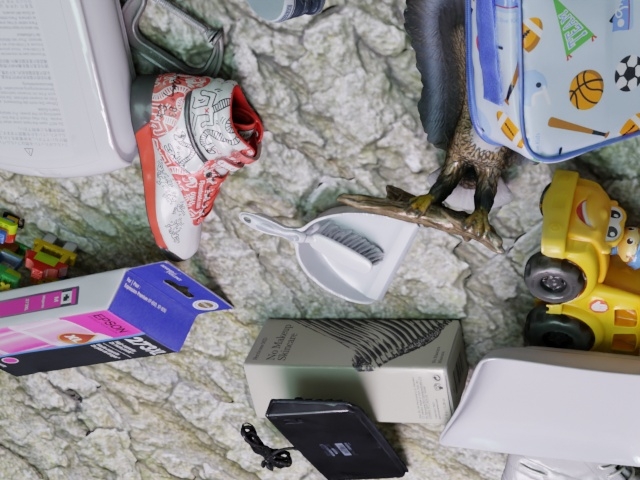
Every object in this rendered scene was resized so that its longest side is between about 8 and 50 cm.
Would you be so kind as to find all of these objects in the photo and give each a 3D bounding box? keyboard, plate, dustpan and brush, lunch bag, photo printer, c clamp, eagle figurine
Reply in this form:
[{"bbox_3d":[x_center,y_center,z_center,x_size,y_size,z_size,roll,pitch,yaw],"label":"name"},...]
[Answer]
[{"bbox_3d":[-0.007,0.270,1.717,0.202,0.033,0.317,-5,153,14],"label":"keyboard"},{"bbox_3d":[0.299,0.193,1.521,0.278,0.045,0.277,6,151,-3],"label":"plate"},{"bbox_3d":[0.000,0.000,1.616,0.211,0.060,0.147,26,127,1],"label":"dustpan and brush"},{"bbox_3d":[0.243,-0.235,1.224,0.243,0.115,0.303,-16,115,-22],"label":"lunch bag"},{"bbox_3d":[-0.353,-0.218,1.563,0.256,0.107,0.307,3,123,20],"label":"photo printer"},{"bbox_3d":[-0.178,-0.259,1.531,0.161,0.022,0.137,37,127,-8],"label":"c clamp"},{"bbox_3d":[0.186,-0.145,1.408,0.226,0.225,0.298,15,94,-37],"label":"eagle figurine"}]

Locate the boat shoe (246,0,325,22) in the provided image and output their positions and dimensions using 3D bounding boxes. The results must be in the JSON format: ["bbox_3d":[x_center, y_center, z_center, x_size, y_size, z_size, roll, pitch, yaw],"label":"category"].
[{"bbox_3d":[-0.072,-0.318,1.437,0.065,0.083,0.183,-45,74,35],"label":"boat shoe"}]

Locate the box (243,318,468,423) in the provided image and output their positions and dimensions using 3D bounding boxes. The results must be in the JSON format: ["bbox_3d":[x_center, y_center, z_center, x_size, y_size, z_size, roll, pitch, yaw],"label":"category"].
[{"bbox_3d":[0.048,0.169,1.682,0.275,0.113,0.094,-1,122,18],"label":"box"}]

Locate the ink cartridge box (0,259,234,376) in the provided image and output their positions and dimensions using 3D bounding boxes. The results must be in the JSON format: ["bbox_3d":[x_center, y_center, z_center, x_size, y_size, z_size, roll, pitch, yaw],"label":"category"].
[{"bbox_3d":[-0.322,0.112,1.751,0.371,0.069,0.176,-13,151,23],"label":"ink cartridge box"}]

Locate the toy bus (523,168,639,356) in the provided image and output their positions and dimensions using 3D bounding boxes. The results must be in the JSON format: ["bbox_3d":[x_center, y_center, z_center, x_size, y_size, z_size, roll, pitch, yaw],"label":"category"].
[{"bbox_3d":[0.343,0.041,1.448,0.212,0.149,0.220,7,139,18],"label":"toy bus"}]

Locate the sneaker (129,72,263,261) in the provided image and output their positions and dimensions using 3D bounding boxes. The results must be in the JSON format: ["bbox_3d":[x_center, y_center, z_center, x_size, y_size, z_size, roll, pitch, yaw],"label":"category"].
[{"bbox_3d":[-0.142,-0.083,1.592,0.145,0.090,0.270,2,125,13],"label":"sneaker"}]

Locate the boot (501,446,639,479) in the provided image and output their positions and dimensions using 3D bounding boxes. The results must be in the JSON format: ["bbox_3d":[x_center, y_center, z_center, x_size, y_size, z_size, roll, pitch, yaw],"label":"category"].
[{"bbox_3d":[0.371,0.307,1.674,0.258,0.095,0.123,11,121,8],"label":"boot"}]

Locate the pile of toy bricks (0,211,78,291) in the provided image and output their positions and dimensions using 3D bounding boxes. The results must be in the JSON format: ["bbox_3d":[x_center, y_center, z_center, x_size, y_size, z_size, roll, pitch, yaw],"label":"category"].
[{"bbox_3d":[-0.452,0.031,1.763,0.212,0.105,0.118,22,126,4],"label":"pile of toy bricks"}]
